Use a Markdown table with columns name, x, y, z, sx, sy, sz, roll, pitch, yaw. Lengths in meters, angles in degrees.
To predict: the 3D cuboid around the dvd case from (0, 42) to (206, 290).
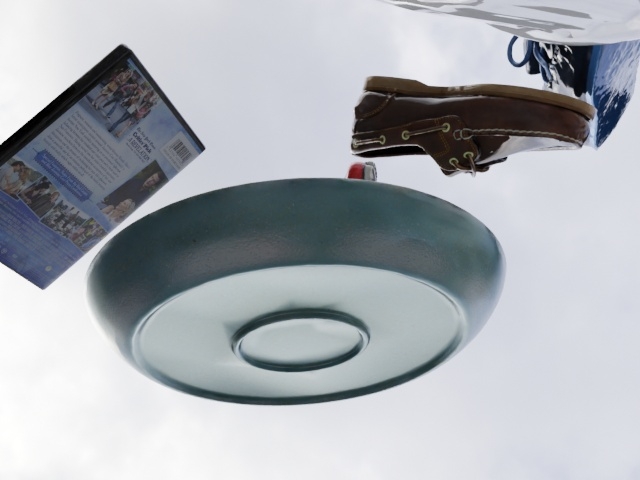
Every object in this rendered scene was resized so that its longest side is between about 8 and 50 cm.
| name | x | y | z | sx | sy | sz | roll | pitch | yaw |
| --- | --- | --- | --- | --- | --- | --- | --- | --- | --- |
| dvd case | -0.258 | -0.071 | 0.793 | 0.253 | 0.180 | 0.022 | -42 | -123 | -6 |

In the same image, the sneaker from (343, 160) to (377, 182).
| name | x | y | z | sx | sy | sz | roll | pitch | yaw |
| --- | --- | --- | --- | --- | --- | --- | --- | --- | --- |
| sneaker | 0.000 | 0.000 | 1.005 | 0.107 | 0.118 | 0.279 | -81 | -170 | -45 |

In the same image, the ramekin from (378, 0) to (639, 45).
| name | x | y | z | sx | sy | sz | roll | pitch | yaw |
| --- | --- | --- | --- | --- | --- | --- | --- | --- | --- |
| ramekin | 0.085 | -0.221 | 0.298 | 0.277 | 0.135 | 0.277 | 17 | -67 | 46 |

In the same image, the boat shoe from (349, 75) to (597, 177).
| name | x | y | z | sx | sy | sz | roll | pitch | yaw |
| --- | --- | --- | --- | --- | --- | --- | --- | --- | --- |
| boat shoe | 0.110 | -0.084 | 0.584 | 0.207 | 0.073 | 0.073 | 14 | -94 | 44 |

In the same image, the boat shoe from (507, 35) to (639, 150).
| name | x | y | z | sx | sy | sz | roll | pitch | yaw |
| --- | --- | --- | --- | --- | --- | --- | --- | --- | --- |
| boat shoe | 0.193 | -0.144 | 0.578 | 0.089 | 0.258 | 0.109 | 34 | -101 | 23 |

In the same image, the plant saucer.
| name | x | y | z | sx | sy | sz | roll | pitch | yaw |
| --- | --- | --- | --- | --- | --- | --- | --- | --- | --- |
| plant saucer | -0.015 | 0.063 | 0.560 | 0.318 | 0.318 | 0.043 | -34 | -131 | 37 |
